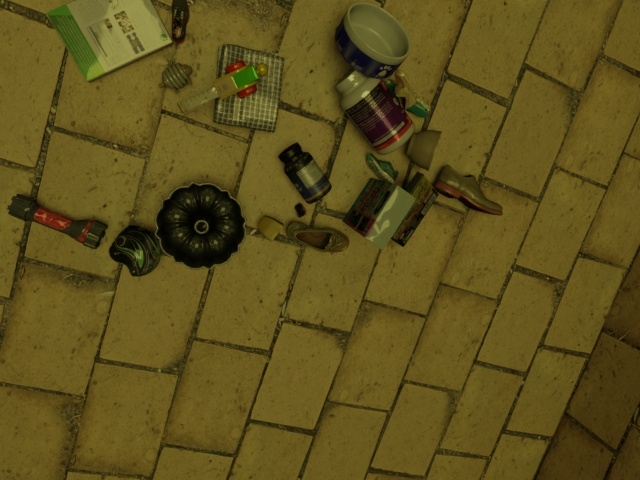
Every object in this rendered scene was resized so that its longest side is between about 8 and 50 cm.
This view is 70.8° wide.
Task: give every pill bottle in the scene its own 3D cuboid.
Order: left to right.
[{"bbox_3d":[-0.062,-0.260,1.732,0.122,0.123,0.219,-37,108,-2],"label":"pill bottle"},{"bbox_3d":[0.201,-0.495,1.706,0.181,0.181,0.323,-43,109,-1],"label":"pill bottle"}]

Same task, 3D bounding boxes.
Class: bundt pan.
[{"bbox_3d":[-0.444,-0.062,1.689,0.330,0.124,0.331,-3,104,-12],"label":"bundt pan"}]

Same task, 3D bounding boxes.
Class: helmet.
[{"bbox_3d":[-0.663,0.042,1.642,0.161,0.169,0.169,33,94,-2],"label":"helmet"}]

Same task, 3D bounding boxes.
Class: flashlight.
[{"bbox_3d":[-0.920,-0.071,1.583,0.304,0.103,0.103,26,98,-19],"label":"flashlight"}]

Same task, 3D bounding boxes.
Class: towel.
[{"bbox_3d":[-0.258,-0.546,1.615,0.234,0.121,0.284,5,102,-15],"label":"towel"}]

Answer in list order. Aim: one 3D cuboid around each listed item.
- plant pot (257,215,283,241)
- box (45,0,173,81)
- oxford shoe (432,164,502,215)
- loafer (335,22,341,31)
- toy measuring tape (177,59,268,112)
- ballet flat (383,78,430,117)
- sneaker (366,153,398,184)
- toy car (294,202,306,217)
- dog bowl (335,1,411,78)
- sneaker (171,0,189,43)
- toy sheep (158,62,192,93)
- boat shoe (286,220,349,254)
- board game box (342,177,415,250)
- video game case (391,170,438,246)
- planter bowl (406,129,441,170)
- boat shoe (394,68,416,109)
[{"bbox_3d":[-0.202,-0.054,1.775,0.083,0.081,0.081,37,93,-7],"label":"plant pot"},{"bbox_3d":[-0.695,-0.706,1.506,0.321,0.058,0.232,-28,108,-7],"label":"box"},{"bbox_3d":[0.652,-0.209,1.920,0.348,0.123,0.130,23,92,-19],"label":"oxford shoe"},{"bbox_3d":[0.102,-0.756,1.698,0.125,0.039,0.045,53,54,-22],"label":"loafer"},{"bbox_3d":[-0.320,-0.514,1.511,0.329,0.121,0.122,-20,109,14],"label":"toy measuring tape"},{"bbox_3d":[0.339,-0.575,1.784,0.240,0.091,0.077,29,65,-22],"label":"ballet flat"},{"bbox_3d":[0.255,-0.301,1.840,0.166,0.065,0.076,44,74,-22],"label":"sneaker"},{"bbox_3d":[-0.099,-0.092,1.821,0.122,0.060,0.040,-48,154,18],"label":"toy car"},{"bbox_3d":[0.188,-0.716,1.614,0.264,0.104,0.265,13,59,-22],"label":"dog bowl"},{"bbox_3d":[-0.480,-0.760,1.538,0.061,0.065,0.158,0,104,-14],"label":"sneaker"},{"bbox_3d":[-0.506,-0.568,1.571,0.132,0.091,0.091,-33,109,2],"label":"toy sheep"},{"bbox_3d":[0.000,0.000,1.813,0.285,0.089,0.105,11,105,-27],"label":"boat shoe"},{"bbox_3d":[0.217,-0.113,1.739,0.097,0.303,0.224,32,94,-17],"label":"board game box"},{"bbox_3d":[0.366,-0.119,1.838,0.275,0.035,0.248,-57,150,5],"label":"video game case"},{"bbox_3d":[0.410,-0.373,1.812,0.109,0.162,0.162,18,100,9],"label":"planter bowl"},{"bbox_3d":[0.306,-0.554,1.674,0.059,0.063,0.170,-42,136,-2],"label":"boat shoe"}]
